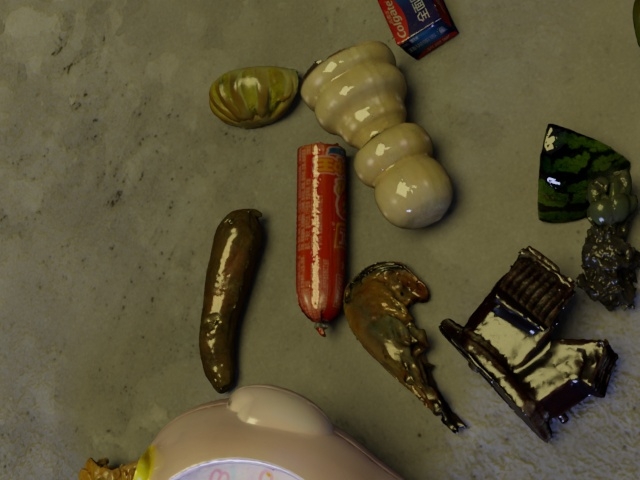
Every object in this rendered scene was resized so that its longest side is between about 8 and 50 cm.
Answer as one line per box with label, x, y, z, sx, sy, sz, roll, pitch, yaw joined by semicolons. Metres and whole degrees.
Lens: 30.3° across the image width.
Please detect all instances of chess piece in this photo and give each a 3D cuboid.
chess piece;0.087;-0.131;1.616;0.143;0.143;0.261;-34;69;20

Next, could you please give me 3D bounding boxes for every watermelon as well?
watermelon;0.309;-0.085;1.505;0.135;0.125;0.094;-59;24;27

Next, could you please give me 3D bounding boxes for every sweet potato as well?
sweet potato;-0.138;0.085;1.727;0.075;0.075;0.273;7;84;32

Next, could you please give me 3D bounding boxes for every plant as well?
plant;0.352;0.000;1.445;0.085;0.087;0.174;2;87;-6

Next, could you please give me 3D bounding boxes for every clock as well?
clock;-0.048;0.367;1.464;0.377;0.250;0.368;15;97;0

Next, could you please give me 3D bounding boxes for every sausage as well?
sausage;0.000;0.000;1.660;0.074;0.074;0.274;-7;75;30

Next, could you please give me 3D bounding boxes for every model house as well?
model house;0.265;0.125;1.448;0.164;0.141;0.203;-43;78;1

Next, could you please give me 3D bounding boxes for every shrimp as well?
shrimp;0.121;0.130;1.559;0.117;0.066;0.262;-49;60;12

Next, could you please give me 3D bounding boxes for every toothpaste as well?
toothpaste;0.100;-0.414;1.711;0.076;0.066;0.320;-30;65;22

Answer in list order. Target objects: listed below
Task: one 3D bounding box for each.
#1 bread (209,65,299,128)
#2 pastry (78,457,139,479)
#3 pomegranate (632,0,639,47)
bread;-0.107;-0.221;1.774;0.157;0.094;0.083;-5;71;22
pastry;-0.265;0.389;1.687;0.250;0.102;0.154;-2;73;43
pomegranate;0.460;-0.239;1.380;0.198;0.198;0.246;19;107;33
